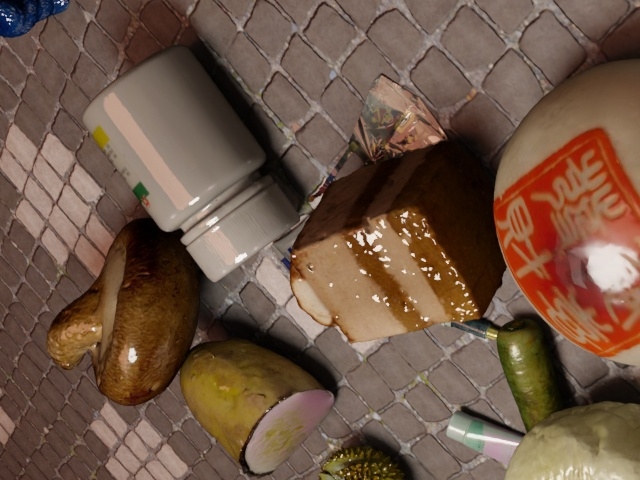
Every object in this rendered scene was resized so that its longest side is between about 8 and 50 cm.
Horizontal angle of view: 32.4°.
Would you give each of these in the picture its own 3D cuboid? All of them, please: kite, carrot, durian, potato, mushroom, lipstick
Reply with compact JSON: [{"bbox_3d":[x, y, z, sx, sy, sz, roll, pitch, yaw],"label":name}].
[{"bbox_3d":[0.074,-0.115,1.596,0.141,0.015,0.245,48,121,12],"label":"kite"},{"bbox_3d":[0.335,0.276,1.639,0.074,0.074,0.358,2,120,43],"label":"carrot"},{"bbox_3d":[0.086,0.464,1.966,0.193,0.138,0.237,28,134,19],"label":"durian"},{"bbox_3d":[-0.141,0.271,1.992,0.266,0.229,0.229,40,140,31],"label":"potato"},{"bbox_3d":[-0.328,0.124,1.995,0.345,0.239,0.345,-3,86,44],"label":"mushroom"},{"bbox_3d":[0.222,0.126,1.666,0.116,0.037,0.037,22,132,26],"label":"lipstick"}]

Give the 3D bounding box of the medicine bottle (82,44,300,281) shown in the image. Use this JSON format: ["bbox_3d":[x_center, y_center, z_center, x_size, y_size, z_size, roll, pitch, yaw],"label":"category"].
[{"bbox_3d":[-0.199,-0.118,1.750,0.339,0.208,0.208,54,140,-2],"label":"medicine bottle"}]

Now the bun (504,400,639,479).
[{"bbox_3d":[0.432,0.376,1.496,0.352,0.227,0.349,21,132,35],"label":"bun"}]

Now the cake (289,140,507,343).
[{"bbox_3d":[0.095,0.014,1.524,0.293,0.199,0.196,-20,116,35],"label":"cake"}]

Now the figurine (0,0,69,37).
[{"bbox_3d":[-0.563,-0.395,1.868,0.164,0.262,0.121,49,135,28],"label":"figurine"}]

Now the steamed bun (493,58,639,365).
[{"bbox_3d":[0.359,-0.013,1.275,0.374,0.241,0.374,28,137,29],"label":"steamed bun"}]

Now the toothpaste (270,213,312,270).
[{"bbox_3d":[0.000,0.000,1.778,0.096,0.061,0.266,50,147,0],"label":"toothpaste"}]

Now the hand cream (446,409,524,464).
[{"bbox_3d":[0.287,0.322,1.746,0.174,0.047,0.076,22,127,21],"label":"hand cream"}]
